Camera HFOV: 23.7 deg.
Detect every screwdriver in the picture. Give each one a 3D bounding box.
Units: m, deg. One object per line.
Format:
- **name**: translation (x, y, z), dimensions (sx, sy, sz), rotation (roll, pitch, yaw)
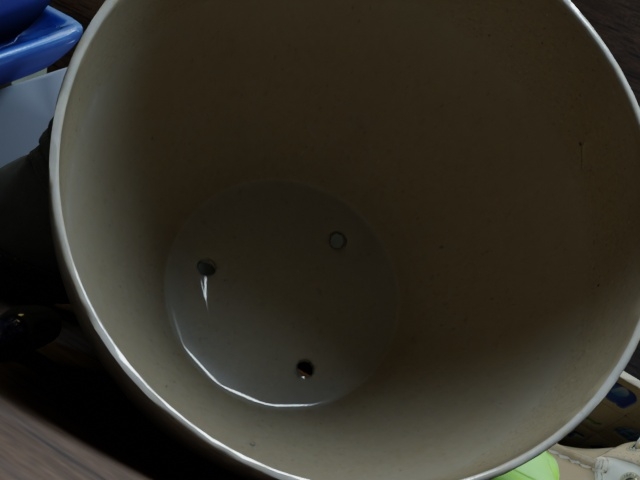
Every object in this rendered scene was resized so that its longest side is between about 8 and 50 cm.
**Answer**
- **screwdriver**: translation (-0.147, 0.044, 0.684), dimensions (0.025, 0.024, 0.170), rotation (-1, 1, 4)

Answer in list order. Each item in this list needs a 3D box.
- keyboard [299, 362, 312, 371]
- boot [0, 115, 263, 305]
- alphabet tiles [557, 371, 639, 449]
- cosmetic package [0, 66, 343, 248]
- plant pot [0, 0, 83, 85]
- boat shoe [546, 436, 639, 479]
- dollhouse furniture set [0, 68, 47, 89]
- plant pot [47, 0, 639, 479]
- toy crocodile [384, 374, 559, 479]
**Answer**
- **keyboard**: translation (-0.031, 0.084, 1.335), dimensions (0.180, 0.023, 0.108), rotation (30, 9, 37)
- **boot**: translation (-0.081, -0.014, 0.908), dimensions (0.246, 0.161, 0.083), rotation (20, 41, -44)
- **alphabet tiles**: translation (0.227, 0.165, 1.120), dimensions (0.237, 0.009, 0.198), rotation (31, -32, -5)
- **cosmetic package**: translation (-0.031, -0.047, 1.073), dimensions (0.377, 0.097, 0.284), rotation (-12, -22, 36)
- **plant pot**: translation (-0.296, -0.214, 1.018), dimensions (0.236, 0.212, 0.236), rotation (28, 37, 29)
- **boat shoe**: translation (0.243, 0.184, 1.029), dimensions (0.341, 0.110, 0.121), rotation (28, 1, 30)
- **dollhouse furniture set**: translation (-0.278, -0.167, 1.427), dimensions (0.301, 0.151, 0.197), rotation (30, 47, 26)
- **plant pot**: translation (0.000, 0.000, 0.763), dimensions (0.284, 0.284, 0.191), rotation (27, -22, -5)
- **toy crocodile**: translation (0.075, 0.104, 0.923), dimensions (0.115, 0.105, 0.340), rotation (27, 2, -8)
